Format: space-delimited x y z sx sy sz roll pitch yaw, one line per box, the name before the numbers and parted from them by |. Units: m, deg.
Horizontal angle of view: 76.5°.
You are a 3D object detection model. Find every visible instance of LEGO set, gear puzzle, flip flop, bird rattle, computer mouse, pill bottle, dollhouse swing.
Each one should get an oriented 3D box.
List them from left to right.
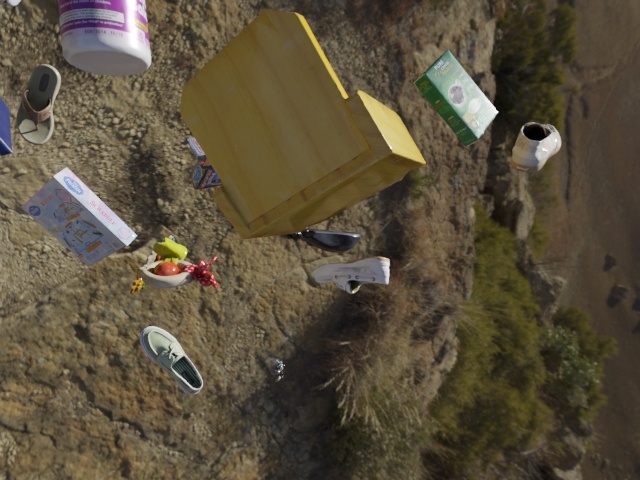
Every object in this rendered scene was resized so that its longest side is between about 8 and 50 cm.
flip flop | -0.967 -0.467 1.392 0.112 0.080 0.276 17 96 -26
pill bottle | -0.455 -0.519 0.842 0.169 0.169 0.301 -9 97 -38
gear puzzle | -0.662 0.108 1.622 0.044 0.339 0.175 25 112 -6
bird rattle | -0.469 0.109 1.321 0.207 0.254 0.143 -25 134 -50
LEGO set | -0.130 0.418 1.296 0.054 0.023 0.083 -40 133 -24
dollhouse swing | -0.040 -0.212 0.822 0.315 0.347 0.304 -10 74 -61
computer mouse | 0.000 0.000 1.341 0.273 0.188 0.072 4 94 -17

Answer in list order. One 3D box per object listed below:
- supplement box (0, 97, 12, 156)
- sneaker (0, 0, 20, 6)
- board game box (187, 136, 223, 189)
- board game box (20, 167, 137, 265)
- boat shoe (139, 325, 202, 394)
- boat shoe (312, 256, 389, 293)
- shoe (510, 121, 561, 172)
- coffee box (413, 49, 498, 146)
supplement box | -0.971 -0.278 0.946 0.357 0.194 0.195 -22 150 -13
sneaker | -1.002 -0.751 1.186 0.153 0.101 0.268 18 48 -16
board game box | -0.274 -0.222 1.084 0.194 0.194 0.060 -18 70 -45
board game box | -0.880 -0.070 1.476 0.318 0.319 0.065 53 39 -25
boat shoe | -0.525 0.424 1.461 0.302 0.094 0.109 48 50 -4
boat shoe | 0.086 0.115 1.241 0.098 0.277 0.096 11 72 -46
shoe | 0.428 -0.198 0.795 0.219 0.077 0.058 -42 136 -45
coffee box | 0.298 -0.311 0.887 0.184 0.040 0.113 45 65 -11
